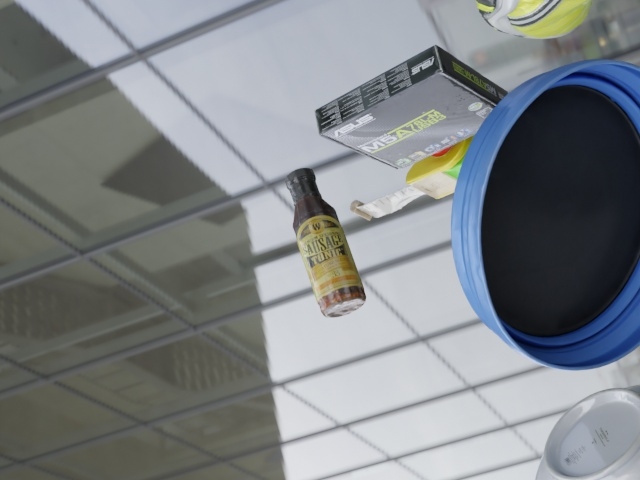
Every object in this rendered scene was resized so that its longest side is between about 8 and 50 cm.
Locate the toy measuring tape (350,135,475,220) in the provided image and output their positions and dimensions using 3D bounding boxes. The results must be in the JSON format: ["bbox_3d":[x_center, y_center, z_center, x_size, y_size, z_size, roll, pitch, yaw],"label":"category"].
[{"bbox_3d":[0.165,-0.124,1.605,0.121,0.330,0.121,13,-112,-34],"label":"toy measuring tape"}]

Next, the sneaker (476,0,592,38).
[{"bbox_3d":[0.217,-0.267,0.918,0.145,0.147,0.384,-68,-19,-7],"label":"sneaker"}]

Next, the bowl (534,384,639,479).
[{"bbox_3d":[0.364,0.272,1.297,0.134,0.297,0.298,49,-157,-19],"label":"bowl"}]

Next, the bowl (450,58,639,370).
[{"bbox_3d":[0.328,-0.031,1.373,0.077,0.391,0.391,15,137,57],"label":"bowl"}]

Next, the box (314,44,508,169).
[{"bbox_3d":[0.122,-0.163,1.383,0.184,0.190,0.045,16,-124,-52],"label":"box"}]

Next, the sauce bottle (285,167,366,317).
[{"bbox_3d":[0.000,0.000,0.898,0.042,0.042,0.128,35,-149,-64],"label":"sauce bottle"}]
